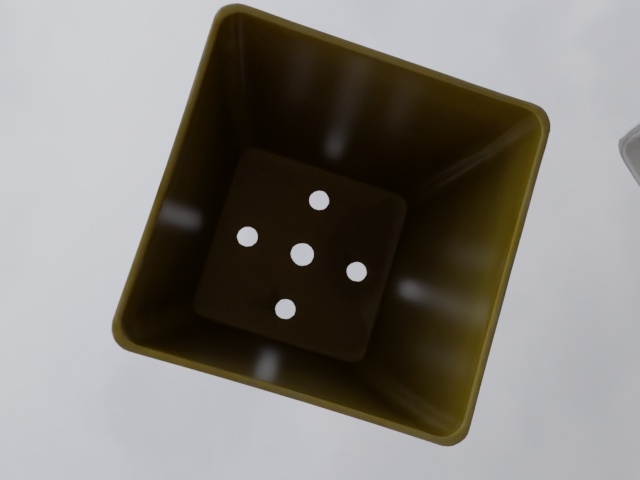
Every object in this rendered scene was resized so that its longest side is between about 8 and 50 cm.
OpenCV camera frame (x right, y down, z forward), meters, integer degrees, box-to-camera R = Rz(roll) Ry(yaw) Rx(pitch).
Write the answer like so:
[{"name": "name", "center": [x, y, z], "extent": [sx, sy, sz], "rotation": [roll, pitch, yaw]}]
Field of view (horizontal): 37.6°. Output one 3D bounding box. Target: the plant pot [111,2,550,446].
[{"name": "plant pot", "center": [0.000, 0.000, 0.634], "extent": [0.187, 0.212, 0.212], "rotation": [138, 150, -80]}]

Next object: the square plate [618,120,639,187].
[{"name": "square plate", "center": [0.275, 0.054, 0.285], "extent": [0.049, 0.347, 0.344], "rotation": [-32, -5, -12]}]
